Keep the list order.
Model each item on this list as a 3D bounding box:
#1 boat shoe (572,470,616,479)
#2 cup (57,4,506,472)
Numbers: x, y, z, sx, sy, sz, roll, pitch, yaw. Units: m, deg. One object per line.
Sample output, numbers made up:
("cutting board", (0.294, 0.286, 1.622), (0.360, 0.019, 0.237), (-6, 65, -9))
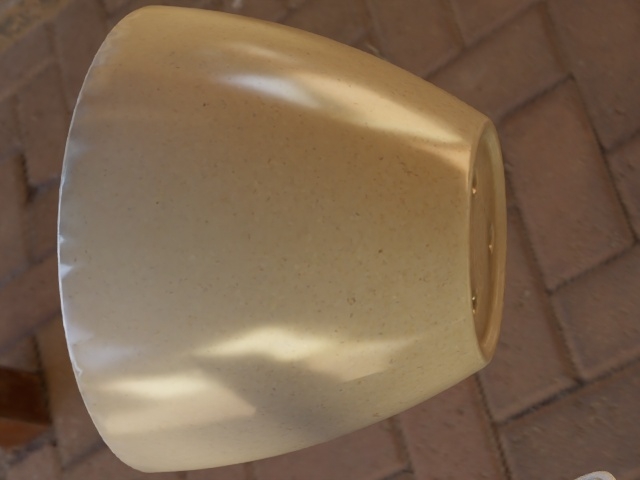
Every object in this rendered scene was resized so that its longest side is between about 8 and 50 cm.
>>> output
("boat shoe", (0.120, 0.255, 0.899), (0.254, 0.095, 0.079), (-39, 97, 13))
("cup", (0.000, 0.000, 0.910), (0.237, 0.331, 0.331), (1, 75, 17))
